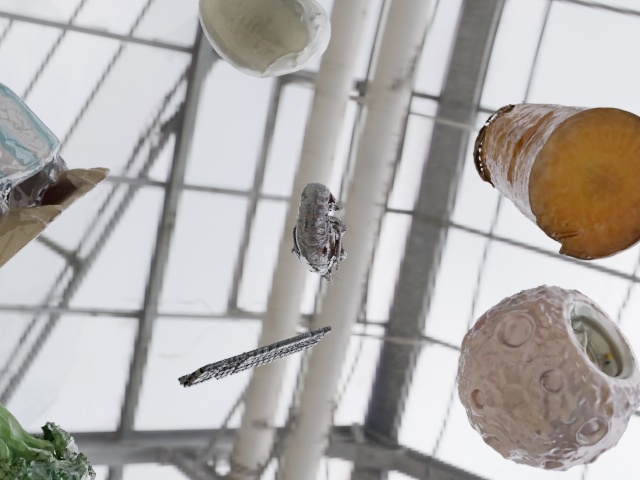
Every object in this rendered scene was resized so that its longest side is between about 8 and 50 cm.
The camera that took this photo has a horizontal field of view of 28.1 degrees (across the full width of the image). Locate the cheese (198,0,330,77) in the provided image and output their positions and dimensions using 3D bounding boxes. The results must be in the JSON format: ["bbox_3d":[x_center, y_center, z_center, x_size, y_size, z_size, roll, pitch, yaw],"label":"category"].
[{"bbox_3d":[-0.085,-0.315,1.843,0.154,0.189,0.198,-45,-176,6],"label":"cheese"}]

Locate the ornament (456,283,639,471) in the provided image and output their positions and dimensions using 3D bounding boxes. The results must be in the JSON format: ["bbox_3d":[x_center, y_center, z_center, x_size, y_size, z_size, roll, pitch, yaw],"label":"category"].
[{"bbox_3d":[0.313,0.199,1.790,0.225,0.259,0.259,-41,-125,32],"label":"ornament"}]

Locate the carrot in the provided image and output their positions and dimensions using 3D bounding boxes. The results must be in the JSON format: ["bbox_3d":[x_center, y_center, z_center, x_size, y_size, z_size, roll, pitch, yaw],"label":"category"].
[{"bbox_3d":[0.324,-0.091,1.692,0.254,0.196,0.196,-135,-124,-74],"label":"carrot"}]

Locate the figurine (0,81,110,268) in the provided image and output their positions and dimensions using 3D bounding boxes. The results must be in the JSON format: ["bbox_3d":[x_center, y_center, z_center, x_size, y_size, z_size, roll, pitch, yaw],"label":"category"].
[{"bbox_3d":[-0.413,-0.041,0.918,0.361,0.266,0.377,45,-67,-6],"label":"figurine"}]

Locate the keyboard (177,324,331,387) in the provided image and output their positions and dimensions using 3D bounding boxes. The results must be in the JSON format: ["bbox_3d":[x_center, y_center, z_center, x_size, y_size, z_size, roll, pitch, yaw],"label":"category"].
[{"bbox_3d":[-0.073,0.135,1.496,0.060,0.195,0.018,-36,-106,50],"label":"keyboard"}]

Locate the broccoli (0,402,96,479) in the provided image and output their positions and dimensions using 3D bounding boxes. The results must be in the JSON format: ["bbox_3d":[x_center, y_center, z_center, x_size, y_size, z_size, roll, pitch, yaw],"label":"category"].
[{"bbox_3d":[-0.372,0.234,1.288,0.308,0.308,0.275,2,-89,51],"label":"broccoli"}]

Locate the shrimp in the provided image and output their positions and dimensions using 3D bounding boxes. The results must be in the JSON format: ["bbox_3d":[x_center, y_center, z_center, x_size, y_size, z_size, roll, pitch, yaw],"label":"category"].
[{"bbox_3d":[0.000,0.000,1.394,0.165,0.056,0.065,80,22,-60],"label":"shrimp"}]
